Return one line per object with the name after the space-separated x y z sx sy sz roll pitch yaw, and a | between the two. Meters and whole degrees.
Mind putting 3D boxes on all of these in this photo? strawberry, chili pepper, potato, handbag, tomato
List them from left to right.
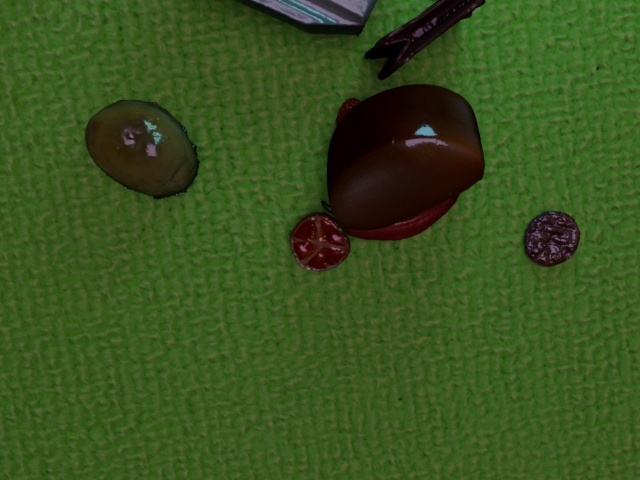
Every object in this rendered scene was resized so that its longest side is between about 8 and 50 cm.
-0.420 -0.220 1.532 0.242 0.242 0.285 -43 96 3 | potato
0.000 0.000 1.661 0.156 0.069 0.155 3 111 9 | tomato
0.084 -0.299 1.617 0.106 0.106 0.106 -1 99 -4 | strawberry
0.193 -0.067 1.669 0.369 0.092 0.136 -10 72 -6 | chili pepper
0.239 -0.487 1.510 0.276 0.260 0.084 -35 97 0 | handbag

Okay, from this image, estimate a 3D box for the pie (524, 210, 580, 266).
0.608 -0.004 1.722 0.155 0.036 0.154 -1 100 -3 | pie

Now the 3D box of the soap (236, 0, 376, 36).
-0.049 -0.660 1.487 0.435 0.213 0.350 22 94 -7 | soap

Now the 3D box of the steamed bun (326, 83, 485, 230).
0.166 -0.193 1.490 0.379 0.234 0.248 -24 136 32 | steamed bun
